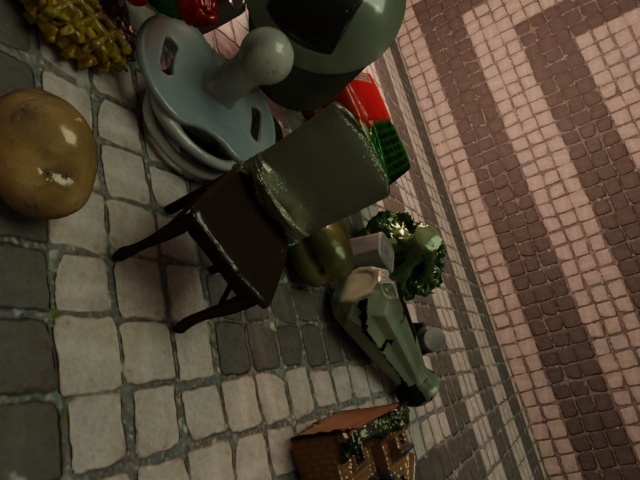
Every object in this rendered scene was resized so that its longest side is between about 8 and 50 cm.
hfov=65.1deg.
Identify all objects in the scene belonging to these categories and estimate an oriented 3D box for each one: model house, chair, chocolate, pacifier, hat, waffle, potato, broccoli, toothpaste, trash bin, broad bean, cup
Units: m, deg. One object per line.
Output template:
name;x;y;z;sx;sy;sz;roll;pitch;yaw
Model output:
model house;0.062;0.376;0.821;0.183;0.166;0.172;1;72;-51
chair;-0.081;-0.023;0.655;0.160;0.319;0.186;58;26;-21
chocolate;0.116;-0.318;1.495;0.341;0.161;0.360;65;24;-6
pacifier;-0.141;-0.251;0.810;0.299;0.233;0.244;30;43;-44
hat;-0.150;-0.189;0.974;0.146;0.067;0.146;8;62;-15
waffle;-0.334;-0.333;0.698;0.193;0.070;0.197;67;24;-2
potato;-0.297;-0.095;0.538;0.112;0.112;0.147;-9;85;-65
broccoli;0.221;0.036;1.327;0.270;0.269;0.270;130;-54;-67
toothpaste;0.260;0.261;1.330;0.266;0.061;0.096;119;-45;-79
trash bin;-0.012;-0.426;0.995;0.280;0.280;0.432;65;-8;-5
broad bean;0.000;0.000;1.079;0.189;0.121;0.263;56;11;-12
cup;0.110;0.054;1.221;0.128;0.129;0.095;53;35;-36

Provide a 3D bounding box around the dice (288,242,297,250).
dice;-0.103;-0.047;0.873;0.131;0.120;0.128;58;25;-26

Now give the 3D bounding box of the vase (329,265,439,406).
vase;0.159;0.228;1.152;0.360;0.165;0.165;58;26;-27

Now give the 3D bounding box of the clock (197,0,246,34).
clock;-0.277;-0.572;0.907;0.309;0.166;0.235;50;29;-49

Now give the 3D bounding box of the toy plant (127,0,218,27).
toy plant;-0.223;-0.372;0.733;0.240;0.154;0.088;-98;-162;-47
